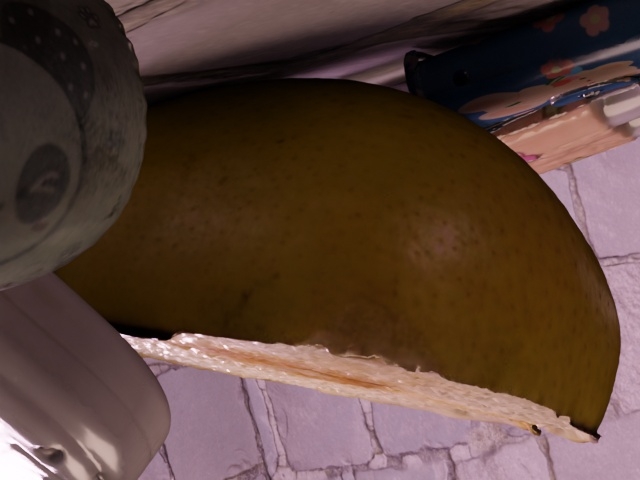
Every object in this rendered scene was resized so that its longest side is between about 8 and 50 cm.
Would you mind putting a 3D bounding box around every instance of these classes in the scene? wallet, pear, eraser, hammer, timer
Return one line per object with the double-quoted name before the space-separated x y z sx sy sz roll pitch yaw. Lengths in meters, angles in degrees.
"wallet" 0.168 -0.125 1.147 0.202 0.059 0.141 -17 171 22
"pear" 0.000 0.000 1.087 0.386 0.191 0.340 15 170 -23
"eraser" 0.128 -0.082 1.351 0.290 0.087 0.171 -21 170 22
"hammer" -0.183 0.046 0.537 0.202 0.113 0.305 -9 135 -56
"timer" -0.209 0.056 0.925 0.087 0.237 0.262 -56 -162 -24
